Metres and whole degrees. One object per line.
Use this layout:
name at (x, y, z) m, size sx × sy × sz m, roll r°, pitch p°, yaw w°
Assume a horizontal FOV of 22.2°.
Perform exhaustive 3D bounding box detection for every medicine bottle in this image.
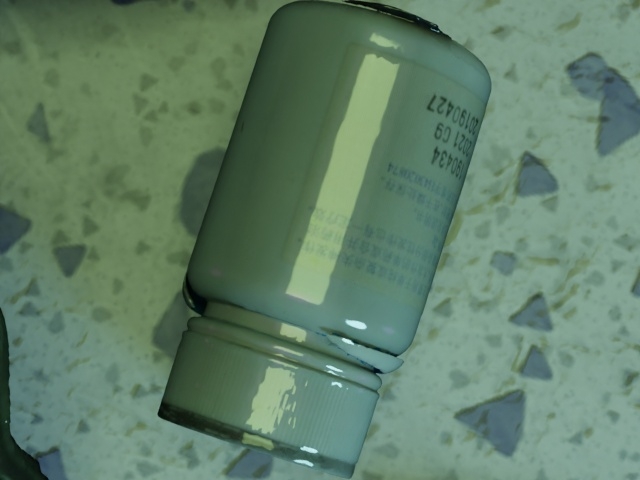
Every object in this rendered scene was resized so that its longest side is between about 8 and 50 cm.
medicine bottle at (0.000, 0.000, 0.962) m, size 0.143 × 0.143 × 0.258 m, roll 19°, pitch 82°, yaw -1°

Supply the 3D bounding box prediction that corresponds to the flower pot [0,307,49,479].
flower pot at (-0.294, 0.061, 0.886) m, size 0.213 × 0.302 × 0.302 m, roll -22°, pitch 86°, yaw -18°
